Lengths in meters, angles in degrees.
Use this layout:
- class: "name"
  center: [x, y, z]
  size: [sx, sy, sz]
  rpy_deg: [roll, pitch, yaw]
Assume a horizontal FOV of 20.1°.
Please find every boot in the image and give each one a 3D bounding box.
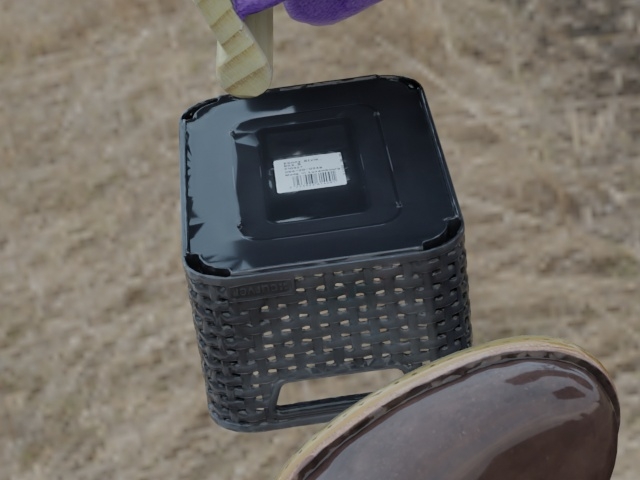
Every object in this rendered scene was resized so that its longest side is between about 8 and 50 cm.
- class: "boot"
  center: [0.020, 0.147, 0.451]
  size: [0.248, 0.090, 0.207]
  rpy_deg: [-45, 26, -2]

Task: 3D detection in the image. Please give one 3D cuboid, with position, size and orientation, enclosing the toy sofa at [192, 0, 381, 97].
- class: "toy sofa"
  center: [0.106, -0.192, 0.848]
  size: [0.363, 0.177, 0.150]
  rpy_deg: [-21, 38, 15]

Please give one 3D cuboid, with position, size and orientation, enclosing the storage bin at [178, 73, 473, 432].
- class: "storage bin"
  center: [0.000, 0.000, 0.849]
  size: [0.122, 0.084, 0.180]
  rpy_deg: [-7, 29, -1]
